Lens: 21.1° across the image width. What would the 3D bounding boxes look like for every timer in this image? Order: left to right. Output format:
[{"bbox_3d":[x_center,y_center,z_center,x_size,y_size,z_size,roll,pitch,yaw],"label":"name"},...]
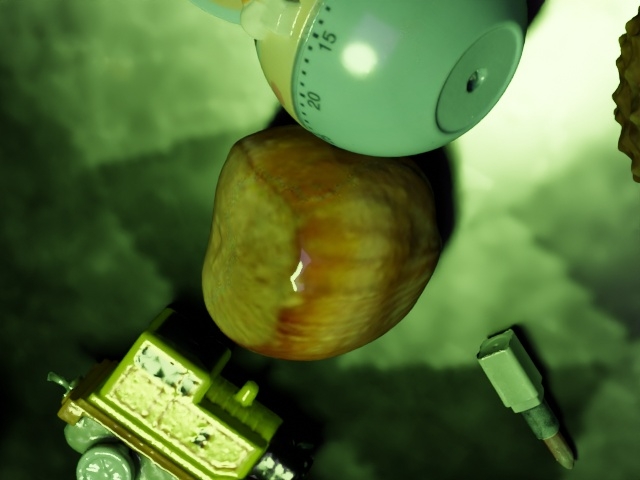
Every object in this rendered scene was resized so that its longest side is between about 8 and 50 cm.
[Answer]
[{"bbox_3d":[-0.004,-0.150,0.992,0.255,0.175,0.175,28,119,5],"label":"timer"}]

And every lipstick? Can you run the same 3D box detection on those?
[{"bbox_3d":[0.141,0.110,1.139,0.025,0.025,0.107,-24,111,26],"label":"lipstick"}]

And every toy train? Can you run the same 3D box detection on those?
[{"bbox_3d":[-0.087,0.138,1.191,0.219,0.089,0.127,36,109,1],"label":"toy train"}]

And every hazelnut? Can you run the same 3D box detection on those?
[{"bbox_3d":[0.000,0.000,1.084,0.150,0.150,0.150,7,115,15],"label":"hazelnut"}]

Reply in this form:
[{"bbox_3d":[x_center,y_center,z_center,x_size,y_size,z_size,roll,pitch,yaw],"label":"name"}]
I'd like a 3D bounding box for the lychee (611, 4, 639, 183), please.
[{"bbox_3d":[0.256,-0.075,0.927,0.200,0.238,0.200,-6,71,19],"label":"lychee"}]
